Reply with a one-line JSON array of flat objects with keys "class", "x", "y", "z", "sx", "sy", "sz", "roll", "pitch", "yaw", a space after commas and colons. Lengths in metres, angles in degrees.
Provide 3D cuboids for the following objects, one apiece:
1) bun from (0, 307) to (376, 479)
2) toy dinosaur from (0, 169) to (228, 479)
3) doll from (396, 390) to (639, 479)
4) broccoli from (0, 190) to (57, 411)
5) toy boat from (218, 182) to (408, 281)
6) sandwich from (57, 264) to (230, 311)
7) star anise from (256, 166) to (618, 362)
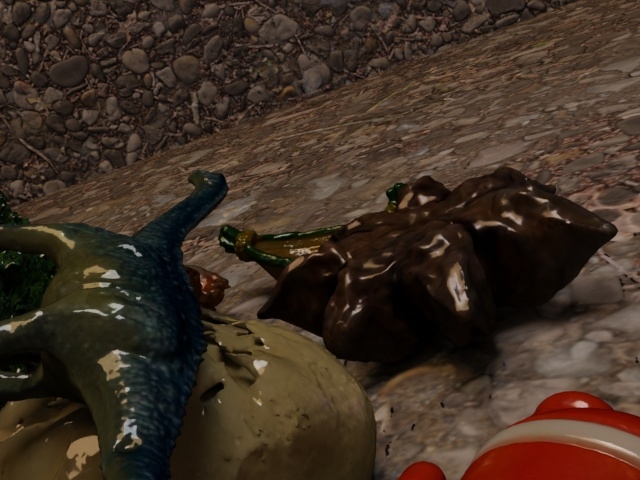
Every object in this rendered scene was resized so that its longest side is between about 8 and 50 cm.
[{"class": "bun", "x": -0.104, "y": 0.124, "z": 0.516, "sx": 0.259, "sy": 0.152, "sz": 0.259, "roll": -18, "pitch": 19, "yaw": 6}, {"class": "toy dinosaur", "x": -0.109, "y": 0.043, "z": 0.418, "sx": 0.147, "sy": 0.076, "sz": 0.363, "roll": -5, "pitch": 28, "yaw": -8}, {"class": "doll", "x": 0.068, "y": 0.155, "z": 0.311, "sx": 0.200, "sy": 0.105, "sz": 0.336, "roll": -2, "pitch": 16, "yaw": 42}, {"class": "broccoli", "x": -0.332, "y": 0.071, "z": 0.642, "sx": 0.275, "sy": 0.308, "sz": 0.308, "roll": -11, "pitch": 9, "yaw": -34}, {"class": "toy boat", "x": 0.000, "y": 0.000, "z": 0.901, "sx": 0.229, "sy": 0.088, "sz": 0.089, "roll": -14, "pitch": 18, "yaw": 18}, {"class": "sandwich", "x": -0.220, "y": 0.084, "z": 0.873, "sx": 0.292, "sy": 0.109, "sz": 0.212, "roll": 2, "pitch": 18, "yaw": 42}, {"class": "star anise", "x": 0.106, "y": 0.011, "z": 0.702, "sx": 0.315, "sy": 0.108, "sz": 0.315, "roll": -25, "pitch": 10, "yaw": 5}]
